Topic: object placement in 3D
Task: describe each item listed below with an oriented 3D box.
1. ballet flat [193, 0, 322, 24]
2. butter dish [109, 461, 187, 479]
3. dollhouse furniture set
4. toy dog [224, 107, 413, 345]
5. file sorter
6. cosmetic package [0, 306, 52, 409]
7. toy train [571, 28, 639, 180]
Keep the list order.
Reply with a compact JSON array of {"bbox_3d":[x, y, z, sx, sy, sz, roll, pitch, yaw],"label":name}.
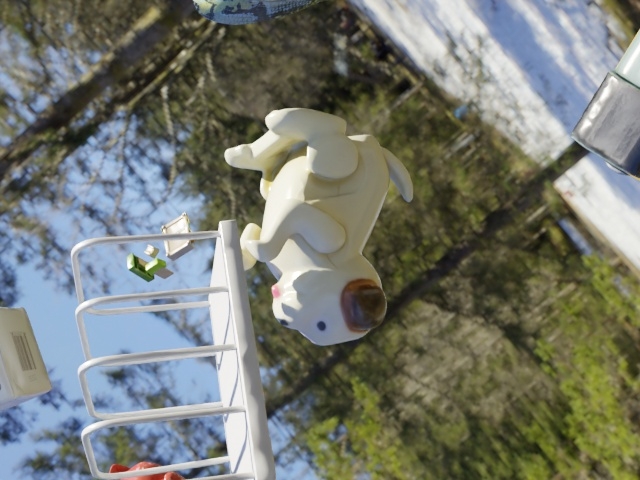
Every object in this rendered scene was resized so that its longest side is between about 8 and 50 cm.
[{"bbox_3d":[-0.009,-0.220,0.704,0.070,0.188,0.070,162,90,-77],"label":"ballet flat"},{"bbox_3d":[-0.276,0.439,1.522,0.160,0.118,0.160,32,-155,-20],"label":"butter dish"},{"bbox_3d":[-0.279,0.021,1.640,0.058,0.151,0.076,37,-151,-48],"label":"dollhouse furniture set"},{"bbox_3d":[0.000,0.000,1.737,0.395,0.284,0.408,6,-106,-37],"label":"toy dog"},{"bbox_3d":[-0.160,0.151,0.935,0.193,0.173,0.278,108,154,-59],"label":"file sorter"},{"bbox_3d":[-0.643,0.235,1.383,0.217,0.385,0.156,116,134,-83],"label":"cosmetic package"},{"bbox_3d":[0.424,-0.215,1.036,0.142,0.334,0.190,39,-153,21],"label":"toy train"}]
